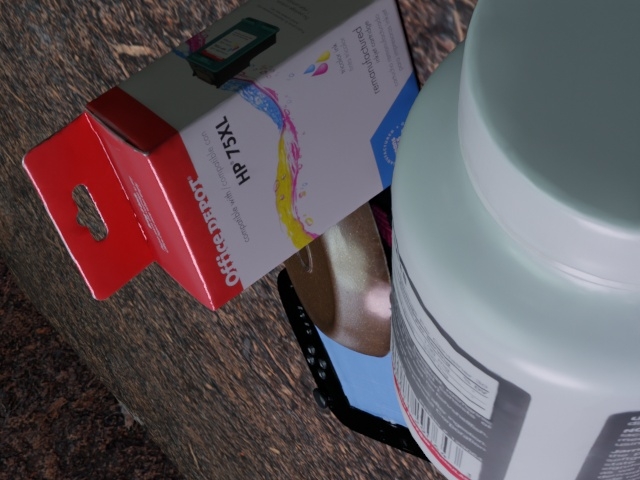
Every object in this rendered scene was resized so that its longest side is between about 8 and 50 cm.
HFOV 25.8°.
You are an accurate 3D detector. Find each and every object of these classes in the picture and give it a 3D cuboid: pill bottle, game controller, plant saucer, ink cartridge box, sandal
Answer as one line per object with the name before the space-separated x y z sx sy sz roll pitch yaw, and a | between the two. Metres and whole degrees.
pill bottle | 0.118 0.004 0.598 0.176 0.176 0.318 47 166 19
game controller | 0.054 0.101 1.153 0.166 0.067 0.319 59 161 -15
plant saucer | 0.000 0.000 1.055 0.198 0.036 0.198 161 90 -76
ink cartridge box | -0.050 -0.055 0.856 0.078 0.231 0.134 36 155 43
sandal | 0.053 -0.003 1.003 0.179 0.040 0.067 41 157 34
